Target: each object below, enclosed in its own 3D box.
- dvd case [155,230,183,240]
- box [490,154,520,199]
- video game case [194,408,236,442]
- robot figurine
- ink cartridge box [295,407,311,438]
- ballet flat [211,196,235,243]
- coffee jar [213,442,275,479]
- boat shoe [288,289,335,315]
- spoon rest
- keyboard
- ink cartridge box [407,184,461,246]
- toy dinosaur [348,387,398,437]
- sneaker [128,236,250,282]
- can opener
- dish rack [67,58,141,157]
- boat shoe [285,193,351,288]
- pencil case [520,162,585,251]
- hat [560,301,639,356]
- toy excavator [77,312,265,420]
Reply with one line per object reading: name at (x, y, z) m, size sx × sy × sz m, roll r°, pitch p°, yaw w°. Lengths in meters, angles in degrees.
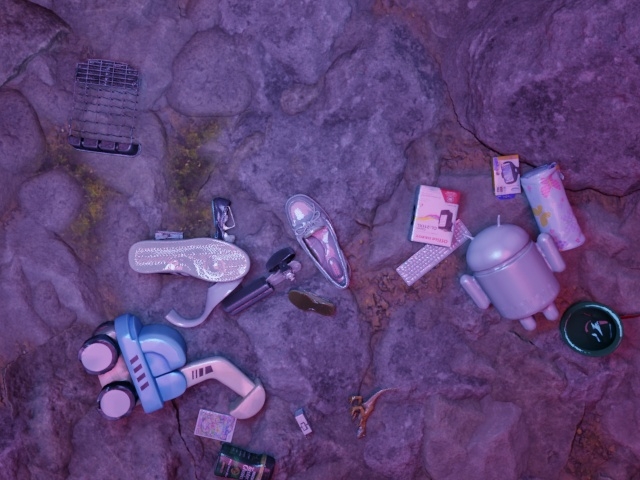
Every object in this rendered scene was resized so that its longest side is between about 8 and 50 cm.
dvd case at (-0.472, 0.030, 1.698) m, size 0.087 × 0.013 × 0.119 m, roll 5°, pitch 95°, yaw -2°
box at (0.577, -0.196, 1.702) m, size 0.081 × 0.028 × 0.136 m, roll -7°, pitch 94°, yaw -1°
video game case at (-0.338, 0.597, 1.763) m, size 0.122 × 0.011 × 0.087 m, roll 14°, pitch 95°, yaw -4°
robot figurine at (0.577, 0.095, 1.645) m, size 0.300 × 0.200 × 0.353 m, roll -33°, pitch 96°, yaw 18°
ink cartridge box at (-0.051, 0.588, 1.753) m, size 0.028 × 0.048 × 0.083 m, roll -26°, pitch 97°, yaw 1°
ballet flat at (-0.295, -0.030, 1.671) m, size 0.074 × 0.074 × 0.203 m, roll 0°, pitch 94°, yaw -2°
coffee jar at (-0.241, 0.720, 1.745) m, size 0.185 × 0.079 × 0.096 m, roll 16°, pitch 95°, yaw -4°
boat shoe at (-0.027, 0.192, 1.719) m, size 0.153 × 0.048 × 0.056 m, roll 17°, pitch 107°, yaw 3°
spoon rest at (-0.340, 0.185, 1.672) m, size 0.276 × 0.137 × 0.084 m, roll -32°, pitch 103°, yaw 16°
keyboard at (0.358, 0.038, 1.726) m, size 0.256 × 0.014 × 0.072 m, roll -39°, pitch 96°, yaw 3°
ink cartridge box at (0.348, -0.073, 1.676) m, size 0.128 × 0.072 × 0.175 m, roll 9°, pitch 91°, yaw 0°
toy dinosaur at (0.150, 0.531, 1.757) m, size 0.112 × 0.064 × 0.211 m, roll 21°, pitch 105°, yaw -22°
sneaker at (-0.376, 0.048, 1.621) m, size 0.350 × 0.148 × 0.131 m, roll 7°, pitch 92°, yaw 1°
can opener at (-0.183, 0.132, 1.700) m, size 0.280 × 0.074 × 0.093 m, roll -35°, pitch 62°, yaw 0°
dish rack at (-0.635, -0.393, 1.621) m, size 0.208 × 0.074 × 0.271 m, roll 7°, pitch 94°, yaw -4°
boat shoe at (-0.002, 0.002, 1.665) m, size 0.118 × 0.103 × 0.320 m, roll -27°, pitch 96°, yaw 1°
pencil case at (0.713, -0.100, 1.675) m, size 0.124 × 0.113 × 0.273 m, roll -25°, pitch 97°, yaw -26°
hat at (0.909, 0.287, 1.767) m, size 0.209 × 0.184 × 0.172 m, roll 8°, pitch 89°, yaw 39°
toy excavator at (-0.433, 0.393, 1.655) m, size 0.446 × 0.222 × 0.432 m, roll -20°, pitch 98°, yaw -8°
